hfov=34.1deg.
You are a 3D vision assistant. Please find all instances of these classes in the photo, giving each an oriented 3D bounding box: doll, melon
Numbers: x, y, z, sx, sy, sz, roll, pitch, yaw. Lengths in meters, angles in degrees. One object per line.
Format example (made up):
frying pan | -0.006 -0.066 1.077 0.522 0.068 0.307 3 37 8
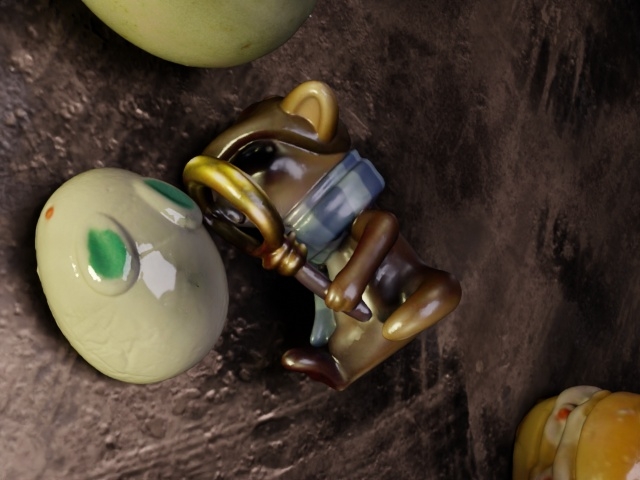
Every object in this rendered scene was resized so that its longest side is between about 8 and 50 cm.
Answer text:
doll | -0.003 0.003 1.161 0.209 0.318 0.340 -32 95 -4
melon | -0.125 -0.320 1.068 0.330 0.268 0.269 38 57 -40

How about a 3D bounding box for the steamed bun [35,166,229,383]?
steamed bun | -0.178 0.032 1.039 0.177 0.130 0.228 -41 112 -39

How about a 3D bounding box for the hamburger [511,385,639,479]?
hamburger | 0.426 0.342 1.468 0.276 0.236 0.277 12 71 -39
